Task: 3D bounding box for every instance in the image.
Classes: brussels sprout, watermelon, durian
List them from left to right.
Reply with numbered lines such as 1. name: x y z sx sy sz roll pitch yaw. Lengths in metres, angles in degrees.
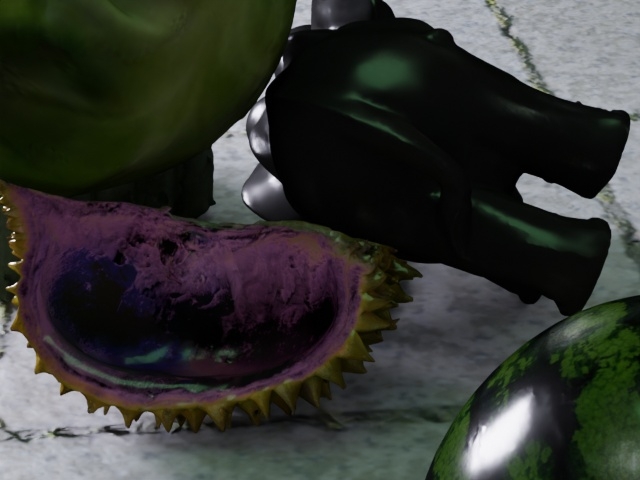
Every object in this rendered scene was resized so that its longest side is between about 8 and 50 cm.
1. brussels sprout: -0.159 -0.191 1.230 0.289 0.355 0.281 41 20 18
2. durian: -0.067 0.047 1.211 0.260 0.154 0.186 9 8 20
3. watermelon: 0.175 0.149 0.866 0.269 0.269 0.269 0 26 0

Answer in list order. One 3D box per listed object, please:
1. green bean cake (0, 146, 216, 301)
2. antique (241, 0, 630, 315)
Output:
1. green bean cake: -0.243 -0.070 1.451 0.241 0.132 0.255 27 37 37
2. antique: 0.074 -0.070 1.302 0.255 0.185 0.322 18 4 -3
